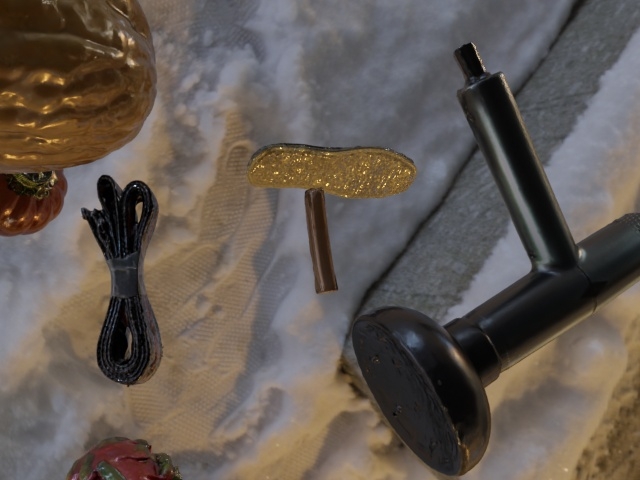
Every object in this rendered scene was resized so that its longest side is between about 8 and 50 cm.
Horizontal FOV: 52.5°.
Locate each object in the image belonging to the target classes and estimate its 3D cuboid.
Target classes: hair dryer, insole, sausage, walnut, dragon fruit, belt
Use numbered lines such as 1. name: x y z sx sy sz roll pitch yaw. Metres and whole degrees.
1. hair dryer: 0.141 0.001 0.611 0.320 0.156 0.284 -37 84 -20
2. insole: 0.023 -0.084 0.795 0.247 0.011 0.081 0 135 -33
3. sausage: 0.000 0.000 0.704 0.026 0.026 0.116 -5 85 -31
4. walnut: -0.267 -0.163 0.567 0.260 0.224 0.225 -1 92 -43
5. dragon fruit: -0.412 0.556 1.374 0.237 0.302 0.231 7 104 -43
6. belt: -0.331 0.068 1.116 0.126 0.094 0.360 -7 81 -9

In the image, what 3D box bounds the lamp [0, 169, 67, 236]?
1. lamp: -0.610 -0.116 1.274 0.223 0.196 0.223 28 53 -46
